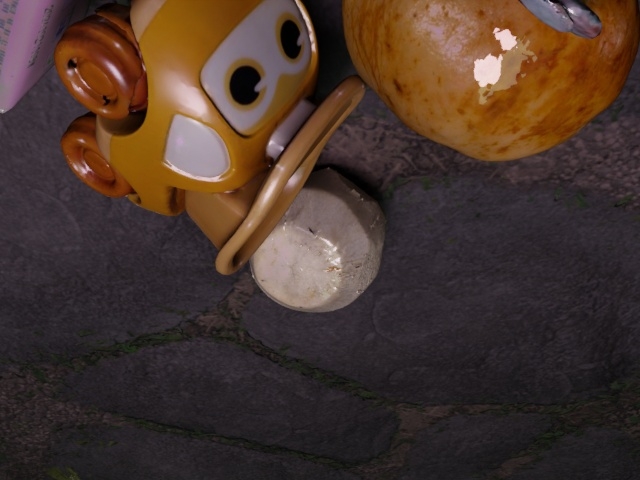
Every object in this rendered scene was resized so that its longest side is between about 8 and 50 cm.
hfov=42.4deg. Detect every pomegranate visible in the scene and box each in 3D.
[{"bbox_3d":[0.136,-0.182,0.690,0.248,0.248,0.248,1,140,0],"label":"pomegranate"}]

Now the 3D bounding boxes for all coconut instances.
[{"bbox_3d":[0.000,-0.003,0.972,0.161,0.162,0.161,7,117,15],"label":"coconut"}]

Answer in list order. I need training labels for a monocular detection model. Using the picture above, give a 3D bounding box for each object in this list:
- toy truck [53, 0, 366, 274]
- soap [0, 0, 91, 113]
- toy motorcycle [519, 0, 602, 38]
[{"bbox_3d":[-0.098,-0.118,0.745,0.212,0.204,0.288,34,147,3],"label":"toy truck"},{"bbox_3d":[-0.279,-0.244,0.663,0.182,0.138,0.199,32,134,-7],"label":"soap"},{"bbox_3d":[0.178,-0.283,0.512,0.241,0.182,0.319,-31,126,24],"label":"toy motorcycle"}]
